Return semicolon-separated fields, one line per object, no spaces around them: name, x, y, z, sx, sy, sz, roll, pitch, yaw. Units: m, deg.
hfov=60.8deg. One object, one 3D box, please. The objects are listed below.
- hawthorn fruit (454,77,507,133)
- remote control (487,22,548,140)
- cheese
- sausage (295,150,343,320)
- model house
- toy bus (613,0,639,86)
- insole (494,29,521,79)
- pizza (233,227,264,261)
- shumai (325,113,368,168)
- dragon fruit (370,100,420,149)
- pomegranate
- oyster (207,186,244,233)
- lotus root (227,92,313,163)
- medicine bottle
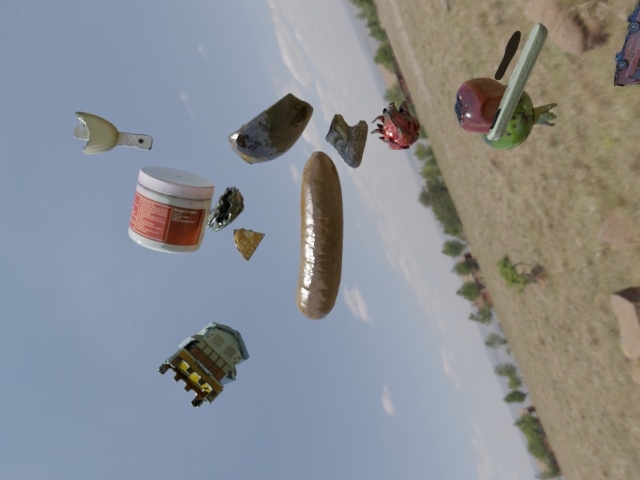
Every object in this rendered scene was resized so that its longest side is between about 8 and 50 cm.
hawthorn fruit;0.501;-0.408;1.644;0.169;0.188;0.168;169;90;-81
remote control;0.513;-0.409;1.429;0.090;0.038;0.309;-62;-7;-77
cheese;-0.631;-0.316;1.659;0.050;0.235;0.127;156;120;-77
sausage;0.001;0.001;1.542;0.136;0.123;0.500;34;127;55
model house;-0.362;0.385;1.726;0.198;0.224;0.215;47;-123;-2
toy bus;0.857;-0.528;1.464;0.234;0.097;0.073;83;-153;-42
insole;0.707;-0.696;2.059;0.064;0.188;0.004;3;-151;-33
pizza;-0.238;0.004;1.873;0.026;0.109;0.122;-130;19;-81
shumai;0.094;-0.360;1.961;0.161;0.153;0.209;112;175;-52
dragon fruit;0.237;-0.343;1.663;0.142;0.121;0.130;39;-137;-14
pomegranate;0.632;-0.403;1.791;0.211;0.263;0.210;-1;-90;-89
oyster;-0.386;-0.133;2.260;0.112;0.198;0.267;35;-139;-15
lotus root;-0.168;-0.396;1.966;0.210;0.314;0.142;40;-172;-25
medicine bottle;-0.506;-0.104;1.853;0.252;0.253;0.240;-60;-14;-74
